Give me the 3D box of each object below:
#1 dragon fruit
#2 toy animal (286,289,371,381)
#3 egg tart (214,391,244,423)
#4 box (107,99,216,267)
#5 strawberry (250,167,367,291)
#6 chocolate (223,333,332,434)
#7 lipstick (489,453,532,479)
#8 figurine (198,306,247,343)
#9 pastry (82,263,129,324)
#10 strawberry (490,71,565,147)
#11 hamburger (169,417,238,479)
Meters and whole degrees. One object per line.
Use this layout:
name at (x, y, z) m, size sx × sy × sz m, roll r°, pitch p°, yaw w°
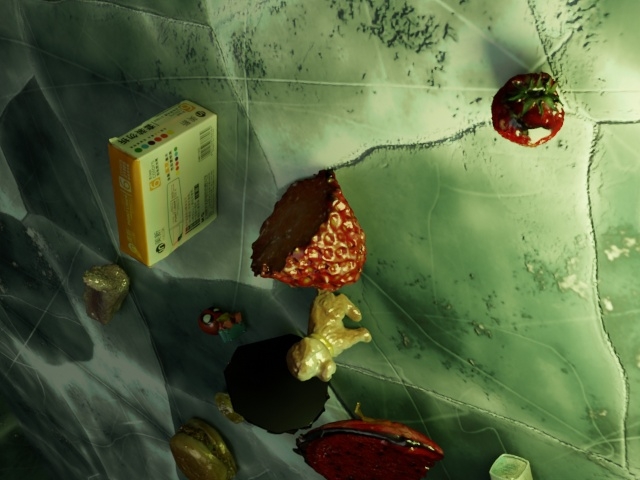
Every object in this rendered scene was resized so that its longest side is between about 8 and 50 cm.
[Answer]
dragon fruit at (0.090, 0.432, 1.602) m, size 0.282 × 0.100 × 0.343 m, roll 19°, pitch 143°, yaw -6°
toy animal at (-0.017, 0.172, 1.477) m, size 0.184 × 0.185 × 0.104 m, roll 56°, pitch 142°, yaw -5°
egg tart at (-0.230, 0.428, 1.988) m, size 0.105 × 0.039 × 0.105 m, roll 25°, pitch 134°, yaw 29°
box at (-0.304, -0.111, 1.514) m, size 0.091 × 0.221 × 0.274 m, roll 27°, pitch 133°, yaw 24°
strawberry at (0.000, 0.000, 1.376) m, size 0.178 × 0.234 × 0.234 m, roll 37°, pitch 148°, yaw -28°
chocolate at (-0.092, 0.339, 1.674) m, size 0.177 × 0.224 × 0.206 m, roll 107°, pitch 147°, yaw -61°
lipstick at (0.378, 0.524, 1.448) m, size 0.077 × 0.079 × 0.253 m, roll 6°, pitch 121°, yaw 43°
figurine at (-0.235, 0.198, 1.803) m, size 0.140 × 0.068 × 0.075 m, roll 6°, pitch 126°, yaw 49°
pastry at (-0.577, 0.134, 2.053) m, size 0.103 × 0.112 × 0.265 m, roll 41°, pitch 152°, yaw 4°
strawberry at (0.274, -0.170, 1.019) m, size 0.106 × 0.106 × 0.106 m, roll 25°, pitch 134°, yaw 29°
hamburger at (-0.338, 0.615, 2.189) m, size 0.214 × 0.108 × 0.213 m, roll 26°, pitch 139°, yaw 25°
